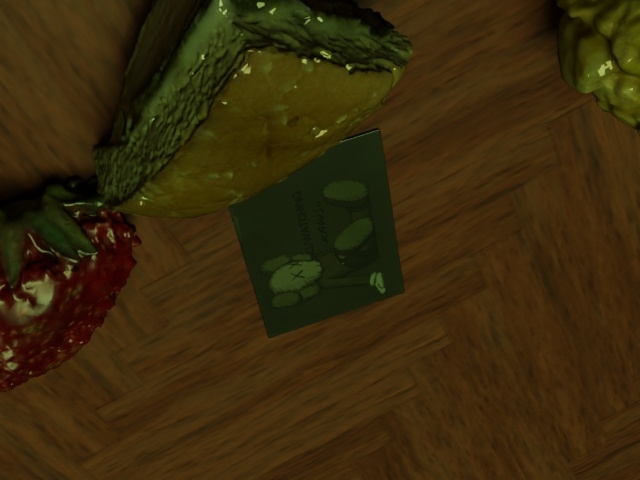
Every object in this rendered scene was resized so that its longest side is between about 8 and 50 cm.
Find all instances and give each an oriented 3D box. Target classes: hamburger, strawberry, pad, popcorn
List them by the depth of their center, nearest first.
[{"bbox_3d":[-0.053,-0.077,0.693,0.155,0.135,0.207,19,123,-33],"label":"hamburger"},{"bbox_3d":[0.265,-0.145,0.763,0.194,0.140,0.163,-17,130,-5],"label":"popcorn"},{"bbox_3d":[-0.207,0.056,0.783,0.167,0.087,0.208,-10,135,-16],"label":"strawberry"},{"bbox_3d":[0.000,0.000,0.876,0.127,0.004,0.190,-19,135,-6],"label":"pad"}]
